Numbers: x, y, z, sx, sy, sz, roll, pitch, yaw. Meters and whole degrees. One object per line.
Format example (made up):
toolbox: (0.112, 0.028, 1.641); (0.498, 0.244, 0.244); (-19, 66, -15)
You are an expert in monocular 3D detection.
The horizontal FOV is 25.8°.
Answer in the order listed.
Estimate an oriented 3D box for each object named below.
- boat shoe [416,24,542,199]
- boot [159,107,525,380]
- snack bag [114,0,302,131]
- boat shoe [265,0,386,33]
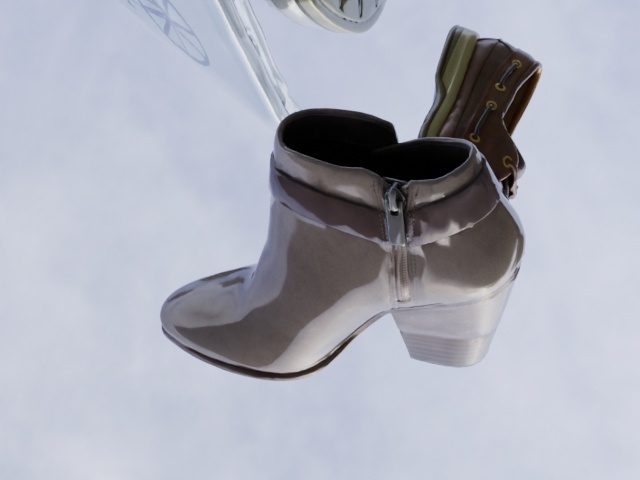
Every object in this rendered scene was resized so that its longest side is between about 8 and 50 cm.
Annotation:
boat shoe: (0.082, -0.043, 0.763); (0.060, 0.064, 0.178); (13, -123, 8)
boot: (0.000, 0.000, 0.399); (0.119, 0.087, 0.042); (1, -132, 16)
snack bag: (-0.158, -0.247, 0.922); (0.037, 0.342, 0.323); (-42, -124, -10)
boat shoe: (0.001, -0.227, 1.091); (0.103, 0.302, 0.113); (5, -72, 18)
